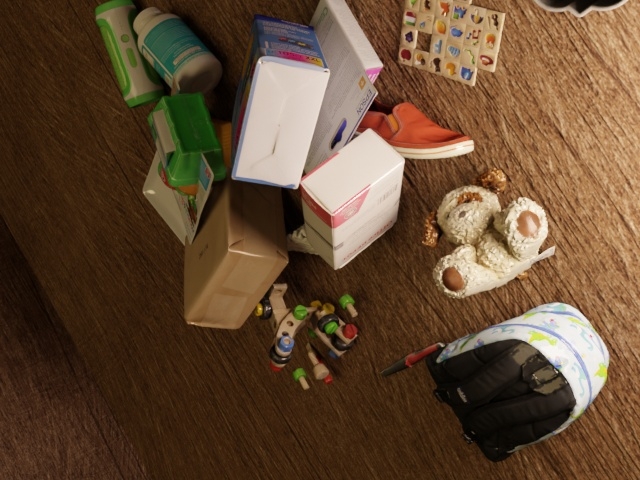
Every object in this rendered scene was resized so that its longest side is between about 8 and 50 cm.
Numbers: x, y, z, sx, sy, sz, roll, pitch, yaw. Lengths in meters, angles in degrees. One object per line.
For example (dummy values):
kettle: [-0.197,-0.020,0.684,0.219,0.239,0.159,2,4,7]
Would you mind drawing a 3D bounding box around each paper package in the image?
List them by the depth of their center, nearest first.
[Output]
paper package: [-0.237,0.023,2.124,0.325,0.168,0.309,-53,34,41]

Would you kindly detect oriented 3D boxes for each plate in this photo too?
plate: [-0.404,-0.142,2.348,0.277,0.045,0.278,49,135,16]

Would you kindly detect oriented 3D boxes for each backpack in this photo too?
backpack: [0.426,0.281,1.661,0.290,0.273,0.355,56,159,12]

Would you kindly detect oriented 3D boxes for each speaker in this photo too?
speaker: [-0.555,-0.544,2.316,0.131,0.131,0.296,-9,102,47]

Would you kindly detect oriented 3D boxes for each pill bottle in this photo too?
pill bottle: [-0.395,-0.513,2.154,0.264,0.146,0.146,49,136,16]

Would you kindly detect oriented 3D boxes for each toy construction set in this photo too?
toy construction set: [-0.053,0.237,2.167,0.237,0.257,0.309,57,164,35]

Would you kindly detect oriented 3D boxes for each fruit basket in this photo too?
fruit basket: [-0.374,-0.207,2.101,0.353,0.165,0.327,-53,52,52]

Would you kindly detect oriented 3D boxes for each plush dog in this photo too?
plush dog: [0.340,-0.020,1.662,0.262,0.211,0.225,-40,62,19]

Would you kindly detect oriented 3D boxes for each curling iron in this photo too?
curling iron: [0.238,0.310,1.998,0.274,0.035,0.068,-29,87,48]

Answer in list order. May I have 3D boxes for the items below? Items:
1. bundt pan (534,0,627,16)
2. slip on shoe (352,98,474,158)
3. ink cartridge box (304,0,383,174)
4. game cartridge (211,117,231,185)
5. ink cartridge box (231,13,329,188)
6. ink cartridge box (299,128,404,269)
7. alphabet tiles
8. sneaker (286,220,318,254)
bundt pan: [0.453,-0.545,1.300,0.331,0.124,0.330,22,125,37]
slip on shoe: [0.187,-0.246,1.725,0.331,0.123,0.101,25,122,41]
ink cartridge box: [0.023,-0.323,1.803,0.324,0.071,0.330,-58,45,43]
game cartridge: [-0.353,-0.209,2.337,0.285,0.053,0.323,18,119,39]
ink cartridge box: [-0.101,-0.319,1.727,0.395,0.151,0.270,-99,23,-61]
ink cartridge box: [0.069,-0.084,1.772,0.117,0.207,0.283,46,163,20]
alphabet tiles: [0.265,-0.434,1.630,0.237,0.009,0.198,27,126,34]
sneaker: [0.000,0.000,2.044,0.292,0.110,0.118,-16,106,48]
